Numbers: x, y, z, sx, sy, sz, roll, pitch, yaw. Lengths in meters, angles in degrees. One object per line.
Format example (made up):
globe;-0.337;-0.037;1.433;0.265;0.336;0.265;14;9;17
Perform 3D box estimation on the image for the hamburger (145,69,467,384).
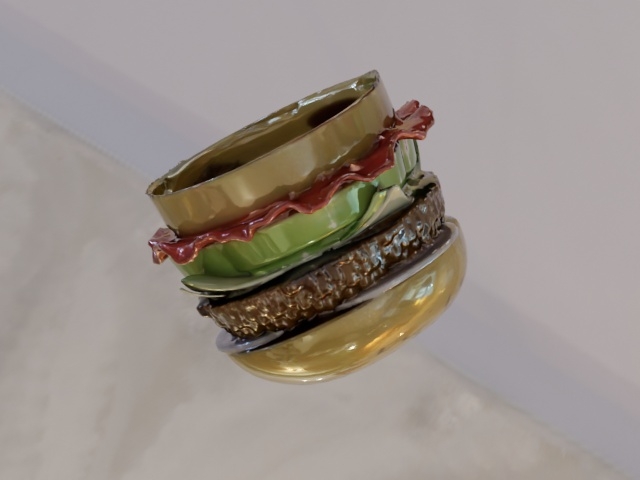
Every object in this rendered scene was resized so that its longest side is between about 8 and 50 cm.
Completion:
hamburger;0.000;0.000;0.775;0.175;0.175;0.137;-26;-79;16
